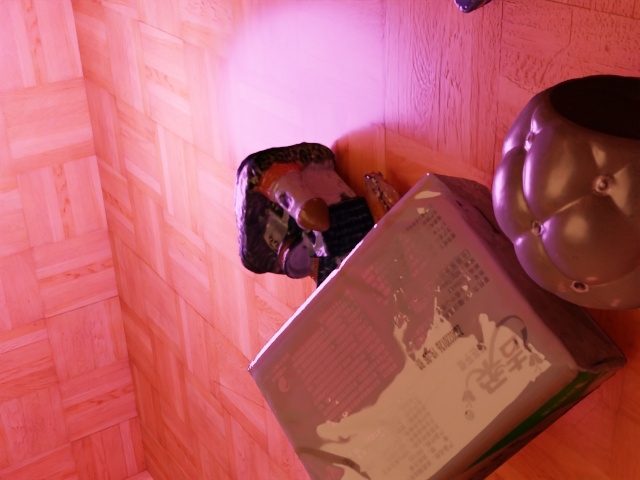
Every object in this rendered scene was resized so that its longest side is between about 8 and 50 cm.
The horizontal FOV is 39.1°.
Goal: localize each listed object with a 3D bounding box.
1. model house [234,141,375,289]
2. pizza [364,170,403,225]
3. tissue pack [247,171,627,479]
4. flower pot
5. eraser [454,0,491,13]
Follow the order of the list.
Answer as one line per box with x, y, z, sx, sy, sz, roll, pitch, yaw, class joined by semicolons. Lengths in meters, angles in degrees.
0.000;0.000;1.544;0.291;0.184;0.253;42;137;38;model house
0.126;-0.025;1.430;0.195;0.052;0.185;65;158;4;pizza
0.141;0.163;1.205;0.405;0.205;0.332;-47;63;24;tissue pack
0.298;-0.048;0.921;0.246;0.246;0.195;39;138;45;flower pot
0.222;-0.367;1.077;0.082;0.036;0.225;65;151;12;eraser
